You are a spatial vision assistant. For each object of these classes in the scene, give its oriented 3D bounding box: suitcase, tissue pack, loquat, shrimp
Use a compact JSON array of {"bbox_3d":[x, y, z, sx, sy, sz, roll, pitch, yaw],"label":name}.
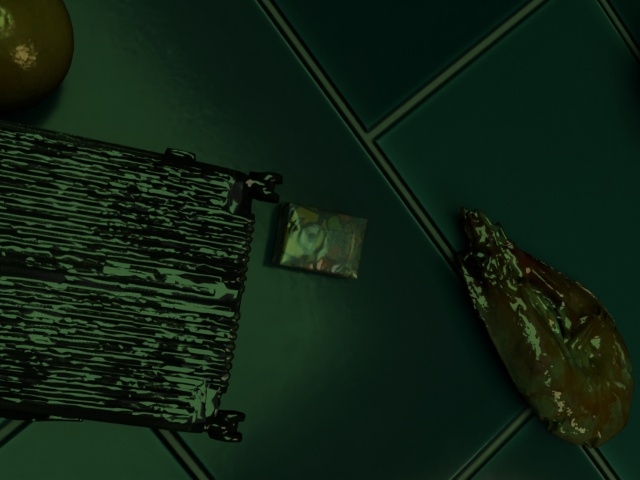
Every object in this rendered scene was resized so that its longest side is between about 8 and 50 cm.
[{"bbox_3d":[-0.219,0.029,0.738,0.334,0.152,0.230,11,82,-16],"label":"suitcase"},{"bbox_3d":[0.000,0.000,0.872,0.083,0.035,0.063,11,84,-18],"label":"tissue pack"},{"bbox_3d":[-0.273,-0.166,0.734,0.141,0.141,0.141,1,86,-19],"label":"loquat"},{"bbox_3d":[0.232,0.080,0.940,0.154,0.062,0.294,-42,103,-29],"label":"shrimp"}]
